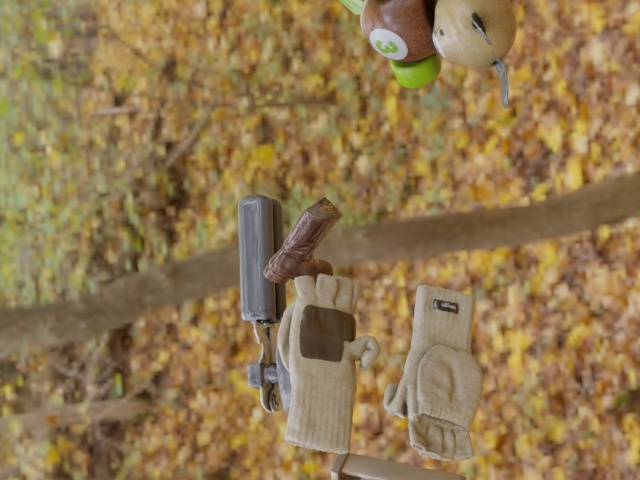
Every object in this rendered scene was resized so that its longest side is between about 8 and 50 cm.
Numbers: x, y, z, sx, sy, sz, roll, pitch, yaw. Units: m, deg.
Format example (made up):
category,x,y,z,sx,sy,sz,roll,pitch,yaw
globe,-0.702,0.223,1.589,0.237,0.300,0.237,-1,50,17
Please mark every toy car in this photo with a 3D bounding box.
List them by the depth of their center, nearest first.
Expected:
category,x,y,z,sx,sy,sz,roll,pitch,yaw
toy car,0.132,-0.206,1.311,0.155,0.149,0.188,59,-179,-41

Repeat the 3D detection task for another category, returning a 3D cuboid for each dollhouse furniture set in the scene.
category,x,y,z,sx,sy,sz,roll,pitch,yaw
dollhouse furniture set,0.065,0.382,1.571,0.242,0.161,0.212,-61,-27,-49

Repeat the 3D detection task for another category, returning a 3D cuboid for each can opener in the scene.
category,x,y,z,sx,sy,sz,roll,pitch,yaw
can opener,-0.050,0.081,1.709,0.076,0.095,0.283,16,-109,-70

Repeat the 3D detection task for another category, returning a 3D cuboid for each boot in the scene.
category,x,y,z,sx,sy,sz,roll,pitch,yaw
boot,0.000,0.000,1.494,0.037,0.106,0.114,50,124,28

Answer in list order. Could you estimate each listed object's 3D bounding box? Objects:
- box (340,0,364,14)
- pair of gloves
category,x,y,z,sx,sy,sz,roll,pitch,yaw
box,0.069,-0.405,1.849,0.058,0.232,0.322,-55,29,-9
pair of gloves,0.066,0.142,1.475,0.042,0.240,0.204,134,138,-59
